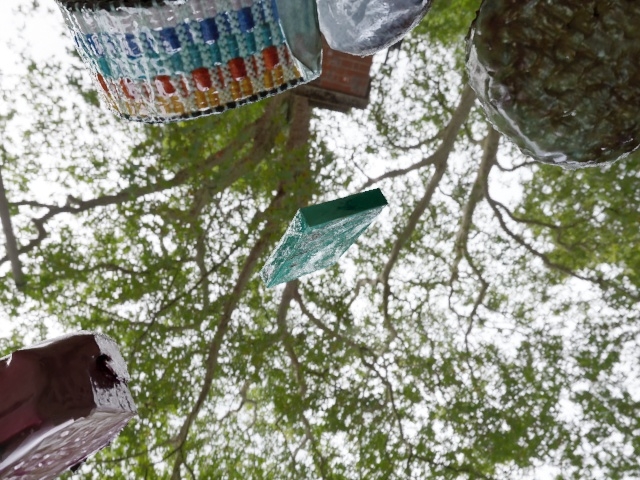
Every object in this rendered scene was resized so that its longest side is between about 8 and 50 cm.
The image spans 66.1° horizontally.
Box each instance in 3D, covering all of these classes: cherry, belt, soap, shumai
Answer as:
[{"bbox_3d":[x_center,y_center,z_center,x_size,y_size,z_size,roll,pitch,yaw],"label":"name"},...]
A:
[{"bbox_3d":[0.106,-0.525,0.997,0.255,0.296,0.218,23,-142,-29],"label":"cherry"},{"bbox_3d":[-0.121,-0.231,0.510,0.258,0.150,0.207,-26,-132,-16],"label":"belt"},{"bbox_3d":[-0.364,0.226,0.567,0.325,0.220,0.127,-34,-107,-3],"label":"soap"},{"bbox_3d":[0.385,-0.343,0.831,0.396,0.394,0.348,7,-162,-10],"label":"shumai"}]

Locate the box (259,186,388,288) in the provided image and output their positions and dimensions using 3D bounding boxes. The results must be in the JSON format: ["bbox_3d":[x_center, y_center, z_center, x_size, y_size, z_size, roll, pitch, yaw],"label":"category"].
[{"bbox_3d":[0.000,0.000,0.847,0.161,0.226,0.042,-19,-109,-31],"label":"box"}]
